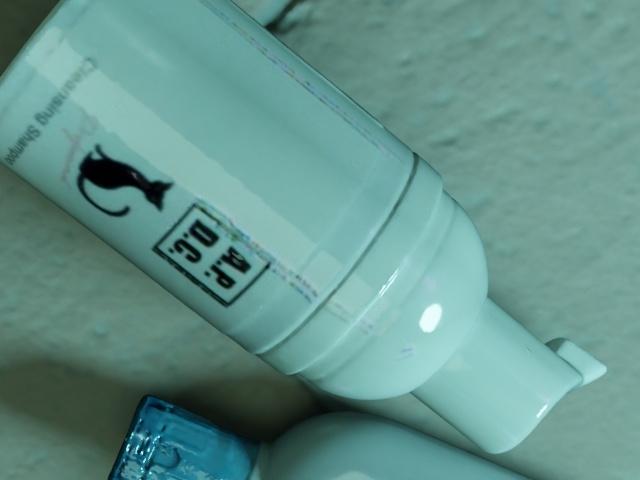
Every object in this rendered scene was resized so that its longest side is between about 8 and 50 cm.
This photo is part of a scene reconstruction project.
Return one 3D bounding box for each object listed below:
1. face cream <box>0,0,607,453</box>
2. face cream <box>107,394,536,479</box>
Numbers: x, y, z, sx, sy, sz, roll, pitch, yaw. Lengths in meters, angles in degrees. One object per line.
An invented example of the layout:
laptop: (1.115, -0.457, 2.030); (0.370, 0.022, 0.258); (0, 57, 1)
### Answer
face cream: (0.000, 0.000, 0.755); (0.370, 0.145, 0.145); (38, 110, -9)
face cream: (0.033, 0.187, 0.864); (0.337, 0.080, 0.163); (24, 111, -5)
